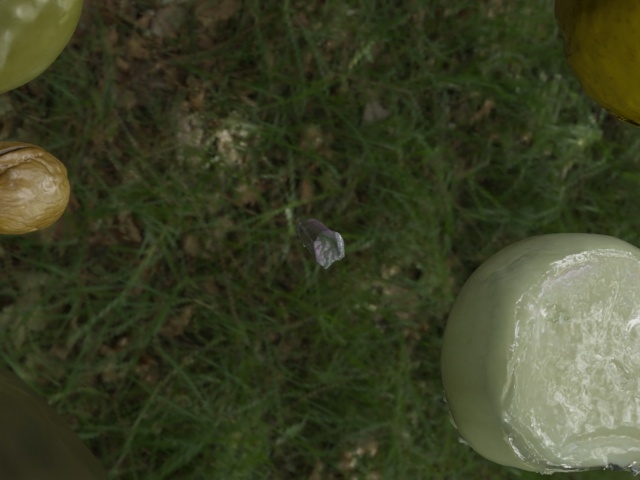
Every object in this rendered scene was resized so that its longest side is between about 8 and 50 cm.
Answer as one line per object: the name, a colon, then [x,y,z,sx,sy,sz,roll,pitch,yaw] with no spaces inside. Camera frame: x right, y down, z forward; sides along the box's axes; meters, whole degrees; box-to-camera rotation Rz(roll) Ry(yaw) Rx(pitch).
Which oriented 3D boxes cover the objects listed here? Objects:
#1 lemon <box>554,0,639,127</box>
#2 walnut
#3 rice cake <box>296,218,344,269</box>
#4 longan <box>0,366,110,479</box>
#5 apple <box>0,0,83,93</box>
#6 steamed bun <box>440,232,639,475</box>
lemon: [0.281,-0.180,0.751,0.204,0.260,0.204,9,73,-30]
walnut: [-0.444,-0.075,1.518,0.180,0.144,0.144,2,105,-60]
rice cake: [-0.001,0.000,1.588,0.049,0.270,0.055,-28,97,-3]
longan: [-0.287,0.213,0.419,0.404,0.404,0.436,-3,124,-50]
apple: [-0.383,-0.277,1.099,0.262,0.262,0.262,-24,124,-42]
steamed bun: [0.313,0.147,1.370,0.334,0.233,0.312,14,80,-21]
